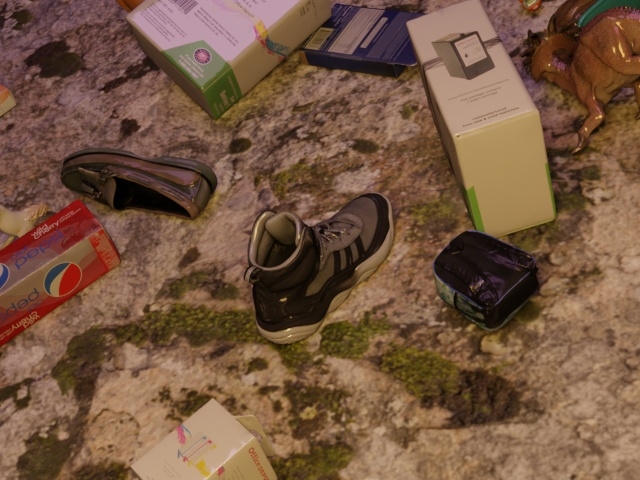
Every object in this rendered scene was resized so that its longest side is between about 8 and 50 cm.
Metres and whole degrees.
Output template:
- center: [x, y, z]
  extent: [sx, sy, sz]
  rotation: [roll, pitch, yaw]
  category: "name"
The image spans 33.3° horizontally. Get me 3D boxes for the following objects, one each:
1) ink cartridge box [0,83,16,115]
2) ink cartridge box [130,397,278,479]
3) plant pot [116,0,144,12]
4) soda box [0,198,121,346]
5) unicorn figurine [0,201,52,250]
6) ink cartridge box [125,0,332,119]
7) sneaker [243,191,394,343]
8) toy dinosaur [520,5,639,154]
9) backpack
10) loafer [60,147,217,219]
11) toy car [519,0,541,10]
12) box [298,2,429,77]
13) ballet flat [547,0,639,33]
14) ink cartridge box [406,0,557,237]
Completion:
- center: [-0.669, -0.237, 1.966]
  extent: [0.179, 0.045, 0.145]
  rotation: [-39, 46, -22]
  category: "ink cartridge box"
- center: [-0.126, 0.263, 1.239]
  extent: [0.143, 0.092, 0.090]
  rotation: [-38, 46, -20]
  category: "ink cartridge box"
- center: [-0.268, -0.458, 1.939]
  extent: [0.205, 0.205, 0.188]
  rotation: [-28, 60, -7]
  category: "plant pot"
- center: [-0.427, 0.057, 1.557]
  extent: [0.263, 0.083, 0.092]
  rotation: [-35, 46, -16]
  category: "soda box"
- center: [-0.478, -0.022, 1.649]
  extent: [0.060, 0.162, 0.111]
  rotation: [23, 85, 30]
  category: "unicorn figurine"
- center: [-0.147, -0.372, 1.775]
  extent: [0.278, 0.117, 0.201]
  rotation: [-43, 71, -9]
  category: "ink cartridge box"
- center: [0.000, 0.000, 1.404]
  extent: [0.101, 0.153, 0.268]
  rotation: [21, 58, 35]
  category: "sneaker"
- center: [0.387, -0.259, 1.470]
  extent: [0.127, 0.295, 0.200]
  rotation: [-23, 79, -38]
  category: "toy dinosaur"
- center: [0.200, 0.051, 1.330]
  extent: [0.105, 0.084, 0.114]
  rotation: [-41, 52, -21]
  category: "backpack"
- center: [-0.292, -0.083, 1.642]
  extent: [0.267, 0.096, 0.084]
  rotation: [4, 55, 21]
  category: "loafer"
- center: [0.375, -0.411, 1.741]
  extent: [0.122, 0.060, 0.041]
  rotation: [-28, 76, 2]
  category: "toy car"
- center: [0.091, -0.333, 1.780]
  extent: [0.225, 0.037, 0.136]
  rotation: [13, 54, 32]
  category: "box"
- center: [0.488, -0.396, 1.663]
  extent: [0.342, 0.116, 0.124]
  rotation: [-37, 27, -11]
  category: "ballet flat"
- center: [0.217, -0.168, 1.456]
  extent: [0.114, 0.198, 0.273]
  rotation: [-18, 43, 5]
  category: "ink cartridge box"
